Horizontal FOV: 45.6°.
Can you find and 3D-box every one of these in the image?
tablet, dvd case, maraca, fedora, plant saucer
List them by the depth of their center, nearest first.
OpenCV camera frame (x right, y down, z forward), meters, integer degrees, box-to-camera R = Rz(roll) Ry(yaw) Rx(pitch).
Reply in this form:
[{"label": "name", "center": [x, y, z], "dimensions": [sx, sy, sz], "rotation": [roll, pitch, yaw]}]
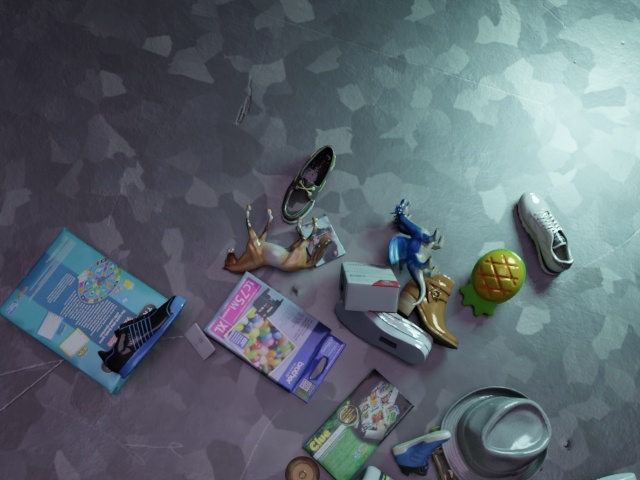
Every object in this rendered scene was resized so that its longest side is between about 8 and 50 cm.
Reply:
[{"label": "fedora", "center": [0.436, 0.462, 1.801], "dimensions": [0.275, 0.124, 0.244], "rotation": [-10, 71, -17]}, {"label": "plant saucer", "center": [-0.042, 0.557, 1.810], "dimensions": [0.083, 0.015, 0.083], "rotation": [1, 75, -4]}, {"label": "tablet", "center": [-0.295, 0.248, 1.857], "dimensions": [0.083, 0.006, 0.054], "rotation": [50, 122, 8]}, {"label": "maraca", "center": [0.438, 0.107, 1.935], "dimensions": [0.127, 0.099, 0.185], "rotation": [41, 100, 17]}, {"label": "dvd case", "center": [0.000, 0.000, 1.965], "dimensions": [0.087, 0.013, 0.119], "rotation": [-24, 78, -11]}]

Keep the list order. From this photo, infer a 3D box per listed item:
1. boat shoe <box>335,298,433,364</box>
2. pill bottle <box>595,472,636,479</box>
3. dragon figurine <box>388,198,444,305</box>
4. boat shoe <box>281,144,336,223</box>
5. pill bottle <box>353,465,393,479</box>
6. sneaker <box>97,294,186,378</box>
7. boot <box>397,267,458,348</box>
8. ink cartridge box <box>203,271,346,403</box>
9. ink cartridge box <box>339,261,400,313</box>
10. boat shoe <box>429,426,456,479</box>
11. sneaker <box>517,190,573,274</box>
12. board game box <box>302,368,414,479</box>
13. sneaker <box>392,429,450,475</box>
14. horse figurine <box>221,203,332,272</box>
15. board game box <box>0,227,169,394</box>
[{"label": "boat shoe", "center": [0.159, 0.212, 1.893], "dimensions": [0.258, 0.095, 0.084], "rotation": [34, 46, 5]}, {"label": "pill bottle", "center": [0.723, 0.674, 1.786], "dimensions": [0.131, 0.131, 0.229], "rotation": [-13, 77, -8]}, {"label": "dragon figurine", "center": [0.224, 0.036, 1.917], "dimensions": [0.144, 0.085, 0.289], "rotation": [3, 68, 27]}, {"label": "boat shoe", "center": [-0.033, -0.150, 1.973], "dimensions": [0.081, 0.068, 0.228], "rotation": [29, 74, 3]}, {"label": "pill bottle", "center": [0.192, 0.679, 1.709], "dimensions": [0.334, 0.188, 0.188], "rotation": [36, 75, 5]}, {"label": "sneaker", "center": [-0.411, 0.204, 1.755], "dimensions": [0.090, 0.081, 0.232], "rotation": [40, 76, -1]}, {"label": "boot", "center": [0.298, 0.167, 1.918], "dimensions": [0.197, 0.073, 0.152], "rotation": [38, 71, 3]}, {"label": "ink cartridge box", "center": [-0.109, 0.238, 1.868], "dimensions": [0.311, 0.065, 0.186], "rotation": [35, 75, 3]}, {"label": "ink cartridge box", "center": [0.117, 0.113, 1.858], "dimensions": [0.127, 0.175, 0.072], "rotation": [4, 104, -4]}, {"label": "boat shoe", "center": [0.298, 0.525, 1.831], "dimensions": [0.056, 0.048, 0.153], "rotation": [-5, 76, -7]}, {"label": "sneaker", "center": [0.594, -0.030, 1.984], "dimensions": [0.090, 0.095, 0.235], "rotation": [-20, 76, -8]}, {"label": "board game box", "center": [0.092, 0.451, 1.844], "dimensions": [0.136, 0.030, 0.260], "rotation": [44, 76, 5]}, {"label": "sneaker", "center": [0.251, 0.510, 1.805], "dimensions": [0.152, 0.058, 0.084], "rotation": [-26, 80, 20]}, {"label": "horse figurine", "center": [-0.104, 0.014, 1.911], "dimensions": [0.263, 0.066, 0.174], "rotation": [11, 85, -4]}, {"label": "board game box", "center": [-0.557, 0.171, 1.835], "dimensions": [0.336, 0.079, 0.254], "rotation": [34, 75, 4]}]
